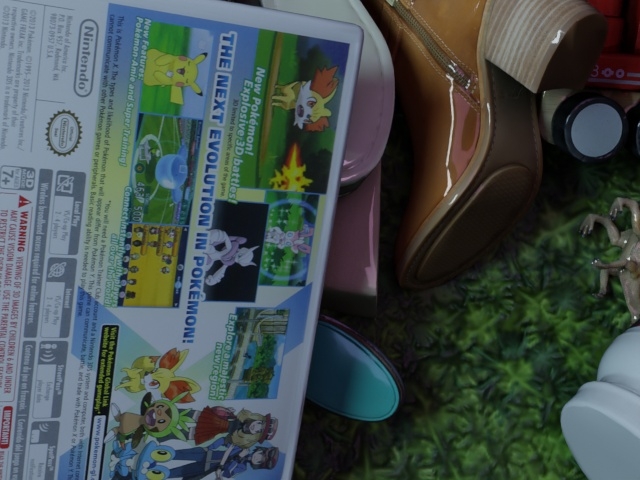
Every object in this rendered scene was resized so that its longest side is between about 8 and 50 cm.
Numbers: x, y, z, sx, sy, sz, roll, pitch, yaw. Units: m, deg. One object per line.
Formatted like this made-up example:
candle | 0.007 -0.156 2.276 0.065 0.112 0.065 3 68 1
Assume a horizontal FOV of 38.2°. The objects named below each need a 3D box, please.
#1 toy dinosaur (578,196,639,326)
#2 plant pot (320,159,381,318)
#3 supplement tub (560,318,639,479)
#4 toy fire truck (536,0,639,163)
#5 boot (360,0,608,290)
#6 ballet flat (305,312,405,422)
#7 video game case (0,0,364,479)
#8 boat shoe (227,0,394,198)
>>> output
toy dinosaur | 0.284 -0.002 0.822 0.092 0.053 0.183 24 81 -17
plant pot | 0.000 0.000 0.751 0.096 0.109 0.109 2 75 3
supplement tub | 0.344 0.108 0.719 0.272 0.191 0.191 -37 83 -15
toy fire truck | 0.287 -0.197 0.792 0.217 0.158 0.246 2 106 -6
boot | 0.088 -0.121 0.778 0.109 0.283 0.220 -8 41 -38
ballet flat | -0.026 0.080 0.741 0.203 0.074 0.074 24 74 2
video game case | -0.134 0.008 0.577 0.300 0.036 0.329 4 102 -26
boat shoe | -0.014 -0.153 0.750 0.109 0.091 0.305 -7 59 -12
